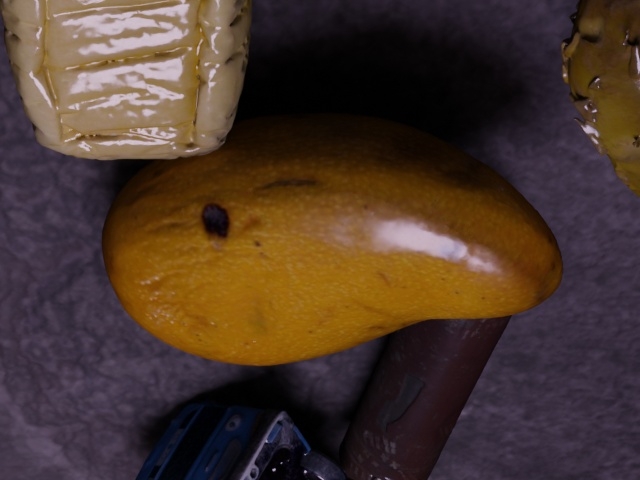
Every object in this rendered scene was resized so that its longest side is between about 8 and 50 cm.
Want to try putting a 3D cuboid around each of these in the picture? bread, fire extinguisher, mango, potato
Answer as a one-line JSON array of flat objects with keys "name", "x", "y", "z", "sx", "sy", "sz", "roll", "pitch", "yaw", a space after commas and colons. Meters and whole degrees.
[{"name": "bread", "x": -0.107, "y": -0.156, "z": 0.895, "sx": 0.140, "sy": 0.106, "sz": 0.236, "roll": 0, "pitch": 130, "yaw": -4}, {"name": "fire extinguisher", "x": 0.077, "y": 0.071, "z": 1.123, "sx": 0.089, "sy": 0.072, "sz": 0.268, "roll": -6, "pitch": 135, "yaw": -31}, {"name": "mango", "x": 0.000, "y": -0.005, "z": 0.997, "sx": 0.294, "sy": 0.120, "sz": 0.177, "roll": -10, "pitch": 137, "yaw": 25}, {"name": "potato", "x": 0.265, "y": -0.075, "z": 0.977, "sx": 0.173, "sy": 0.140, "sz": 0.300, "roll": -33, "pitch": 130, "yaw": 26}]

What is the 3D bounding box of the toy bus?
[{"name": "toy bus", "x": -0.039, "y": 0.225, "z": 1.203, "sx": 0.133, "sy": 0.116, "sz": 0.234, "roll": 7, "pitch": 143, "yaw": 39}]
